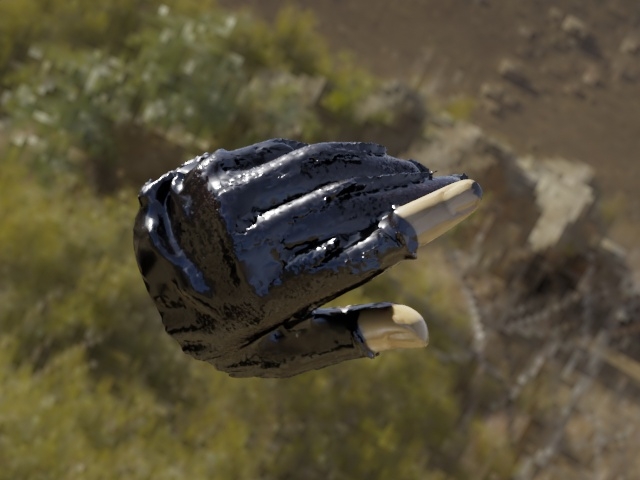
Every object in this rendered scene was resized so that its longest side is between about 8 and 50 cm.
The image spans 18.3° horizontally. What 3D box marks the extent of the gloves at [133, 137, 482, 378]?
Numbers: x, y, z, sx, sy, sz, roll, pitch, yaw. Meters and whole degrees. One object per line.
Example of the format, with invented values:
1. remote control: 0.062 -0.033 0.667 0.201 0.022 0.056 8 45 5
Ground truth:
1. gloves: -0.002 -0.002 1.062 0.106 0.181 0.129 29 45 -47
